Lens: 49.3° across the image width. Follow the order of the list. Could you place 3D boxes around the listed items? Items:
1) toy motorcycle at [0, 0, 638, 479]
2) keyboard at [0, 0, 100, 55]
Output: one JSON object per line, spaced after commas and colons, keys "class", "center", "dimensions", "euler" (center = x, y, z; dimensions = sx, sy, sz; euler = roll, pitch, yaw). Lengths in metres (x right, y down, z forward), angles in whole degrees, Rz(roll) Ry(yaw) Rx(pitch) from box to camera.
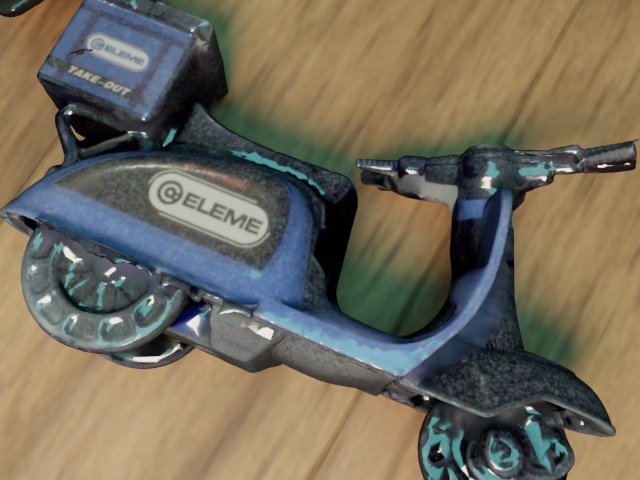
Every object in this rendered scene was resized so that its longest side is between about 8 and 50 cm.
{"class": "toy motorcycle", "center": [0.000, 0.000, 0.385], "dimensions": [0.359, 0.125, 0.212], "euler": [23, 75, 5]}
{"class": "keyboard", "center": [-0.181, -0.204, 0.409], "dimensions": [0.103, 0.041, 0.381], "euler": [-36, 58, -8]}
